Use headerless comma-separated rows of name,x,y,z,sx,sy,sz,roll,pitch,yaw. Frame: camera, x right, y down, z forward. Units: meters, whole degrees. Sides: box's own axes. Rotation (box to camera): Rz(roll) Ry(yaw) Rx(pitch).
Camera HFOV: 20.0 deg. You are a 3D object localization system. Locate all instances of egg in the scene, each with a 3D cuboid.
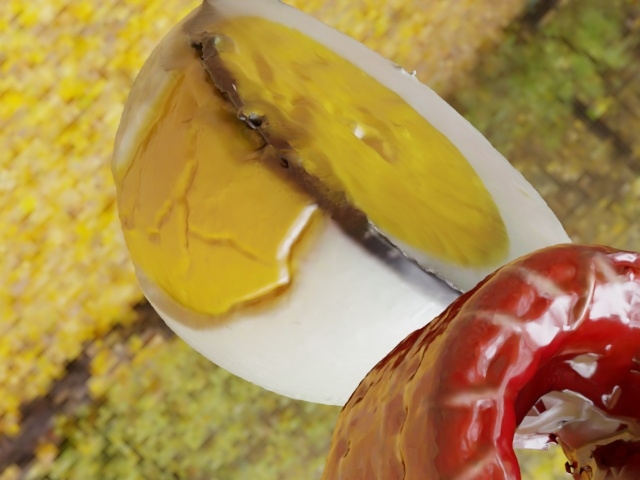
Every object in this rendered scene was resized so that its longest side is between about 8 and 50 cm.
egg,0.000,0.000,1.214,0.201,0.337,0.337,-49,177,25

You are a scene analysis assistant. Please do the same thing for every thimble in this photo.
thimble,0.091,0.104,0.690,0.125,0.163,0.189,136,-43,-55
